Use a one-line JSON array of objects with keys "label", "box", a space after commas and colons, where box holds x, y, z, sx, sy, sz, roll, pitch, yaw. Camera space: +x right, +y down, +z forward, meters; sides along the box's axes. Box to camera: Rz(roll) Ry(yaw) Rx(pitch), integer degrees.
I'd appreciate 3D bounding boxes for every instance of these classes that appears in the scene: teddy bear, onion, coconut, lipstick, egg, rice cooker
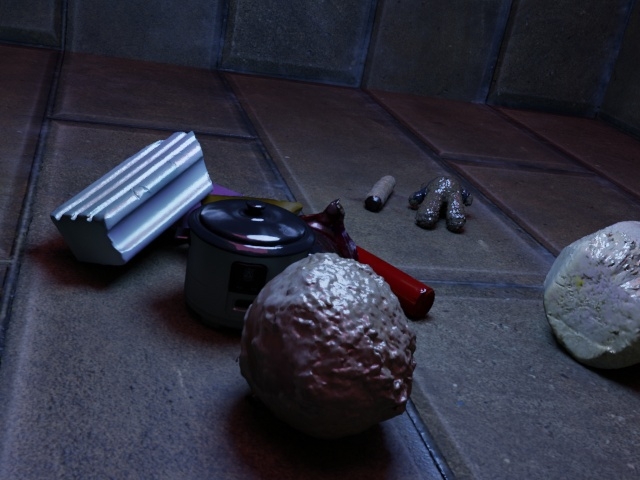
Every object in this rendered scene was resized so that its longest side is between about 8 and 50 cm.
[{"label": "teddy bear", "box": [0.345, -0.123, 2.168, 0.182, 0.129, 0.251, 11, 23, -5]}, {"label": "onion", "box": [0.000, 0.000, 1.607, 0.195, 0.218, 0.140, 29, 23, 12]}, {"label": "coconut", "box": [0.644, 0.102, 1.592, 0.310, 0.297, 0.297, -12, 32, -37]}, {"label": "lipstick", "box": [0.130, 0.078, 1.680, 0.073, 0.073, 0.280, -10, 30, -40]}, {"label": "egg", "box": [0.009, 0.163, 1.192, 0.279, 0.279, 0.310, -2, 39, -28]}, {"label": "rice cooker", "box": [-0.138, 0.032, 1.461, 0.281, 0.226, 0.241, 9, 23, -5]}]

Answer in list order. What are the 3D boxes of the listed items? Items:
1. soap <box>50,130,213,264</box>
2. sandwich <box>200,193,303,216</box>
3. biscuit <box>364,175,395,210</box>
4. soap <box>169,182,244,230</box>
[{"label": "soap", "box": [-0.366, -0.097, 1.602, 0.208, 0.115, 0.347, 4, 37, 40]}, {"label": "sandwich", "box": [-0.147, -0.025, 1.682, 0.236, 0.122, 0.128, 0, 46, -16]}, {"label": "biscuit", "box": [0.171, -0.137, 2.220, 0.055, 0.061, 0.219, 57, 26, -7]}, {"label": "soap", "box": [-0.332, -0.097, 1.828, 0.181, 0.081, 0.259, -13, 27, -44]}]
